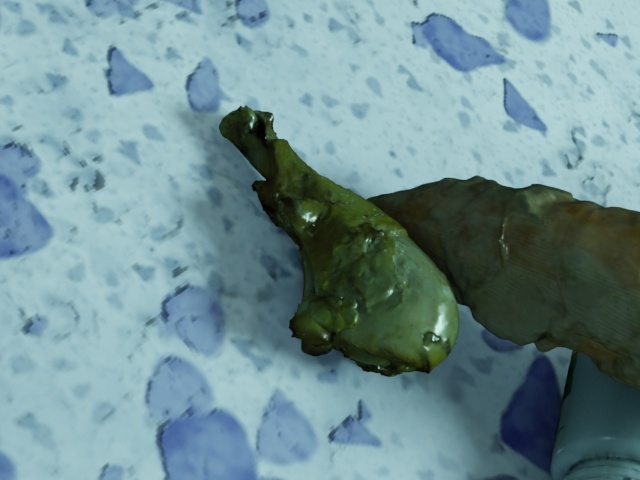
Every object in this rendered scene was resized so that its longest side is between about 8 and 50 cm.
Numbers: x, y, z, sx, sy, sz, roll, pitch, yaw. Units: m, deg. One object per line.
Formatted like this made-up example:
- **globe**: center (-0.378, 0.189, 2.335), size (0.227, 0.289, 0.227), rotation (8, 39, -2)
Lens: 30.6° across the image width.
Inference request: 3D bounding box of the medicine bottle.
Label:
- **medicine bottle**: center (0.166, 0.114, 0.633), size (0.080, 0.080, 0.130), rotation (33, 50, -13)

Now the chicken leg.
- **chicken leg**: center (0.000, 0.000, 0.608), size (0.093, 0.070, 0.178), rotation (-22, 69, -34)

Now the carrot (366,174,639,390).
- **carrot**: center (0.136, 0.018, 0.615), size (0.263, 0.102, 0.102), rotation (20, 43, 24)
